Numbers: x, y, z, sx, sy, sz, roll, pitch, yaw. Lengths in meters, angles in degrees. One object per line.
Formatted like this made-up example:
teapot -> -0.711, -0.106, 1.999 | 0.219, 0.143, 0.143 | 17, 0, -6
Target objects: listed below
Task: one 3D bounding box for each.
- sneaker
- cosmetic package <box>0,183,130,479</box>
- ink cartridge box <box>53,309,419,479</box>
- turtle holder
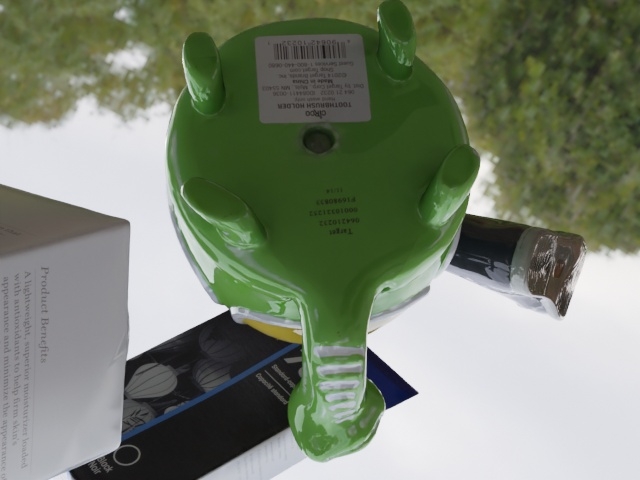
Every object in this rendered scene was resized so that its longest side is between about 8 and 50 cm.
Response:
sneaker -> 0.174, 0.014, 1.195 | 0.118, 0.083, 0.222 | 17, 175, 26
cosmetic package -> -0.226, 0.058, 0.732 | 0.151, 0.151, 0.184 | 15, -162, 31
ink cartridge box -> -0.084, 0.148, 1.162 | 0.333, 0.065, 0.165 | -26, -135, -29
turtle holder -> 0.013, -0.013, 1.010 | 0.243, 0.227, 0.320 | -29, -114, -19
